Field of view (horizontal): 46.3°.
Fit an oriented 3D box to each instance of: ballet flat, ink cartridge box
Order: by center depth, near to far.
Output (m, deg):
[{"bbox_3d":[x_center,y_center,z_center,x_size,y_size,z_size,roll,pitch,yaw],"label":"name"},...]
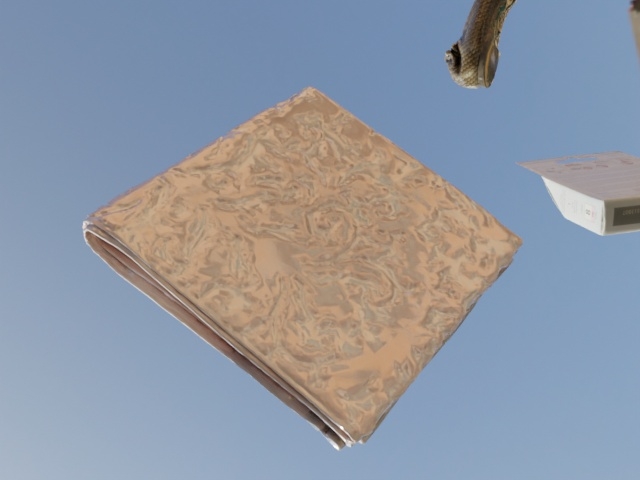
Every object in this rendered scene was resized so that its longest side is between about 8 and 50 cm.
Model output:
[{"bbox_3d":[0.203,-0.290,0.913,0.084,0.058,0.249,52,-128,-56],"label":"ballet flat"},{"bbox_3d":[0.421,-0.073,1.082,0.189,0.232,0.066,-7,-74,-13],"label":"ink cartridge box"}]

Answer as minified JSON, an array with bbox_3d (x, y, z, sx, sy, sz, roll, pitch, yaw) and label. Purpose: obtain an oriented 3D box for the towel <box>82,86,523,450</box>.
[{"bbox_3d":[0.000,0.000,0.734,0.317,0.053,0.332,38,-132,15],"label":"towel"}]
